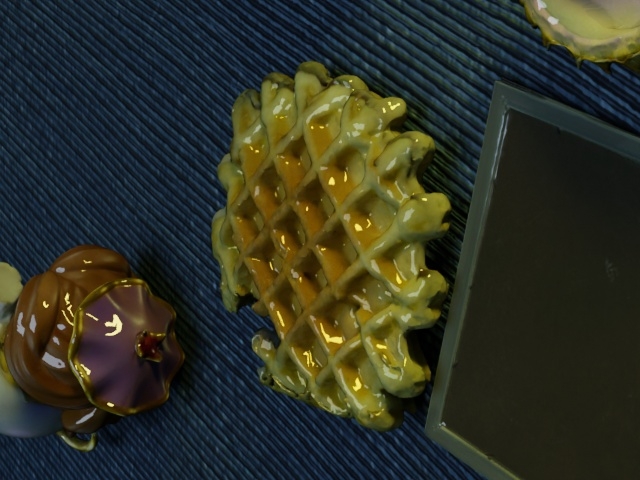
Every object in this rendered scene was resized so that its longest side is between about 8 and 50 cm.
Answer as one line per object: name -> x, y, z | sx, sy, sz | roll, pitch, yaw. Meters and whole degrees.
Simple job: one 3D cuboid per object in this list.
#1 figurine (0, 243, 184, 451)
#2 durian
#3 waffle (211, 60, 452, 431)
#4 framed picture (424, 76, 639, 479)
figurine -> -0.224, 0.095, 1.304 | 0.189, 0.142, 0.263 | 52, 141, -12
durian -> 0.157, -0.162, 0.826 | 0.224, 0.078, 0.140 | 0, 108, 63
waffle -> -0.002, 0.000, 1.065 | 0.261, 0.056, 0.250 | 17, 109, 55
framed picture -> 0.151, 0.050, 0.908 | 0.197, 0.014, 0.252 | 32, 119, 46
